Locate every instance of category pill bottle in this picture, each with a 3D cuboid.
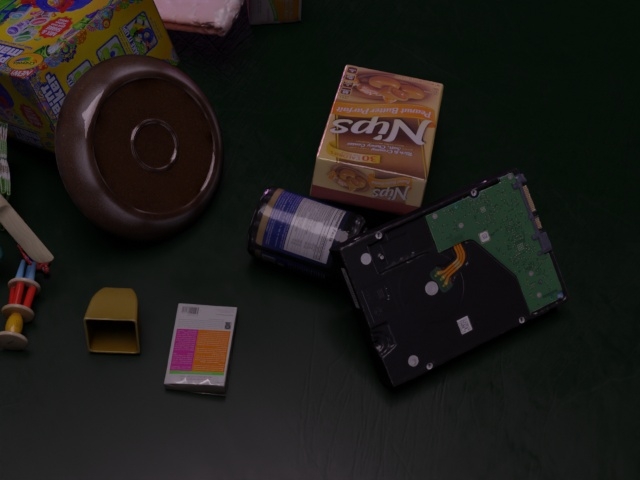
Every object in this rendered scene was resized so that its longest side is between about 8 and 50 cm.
[{"bbox_3d":[0.000,0.000,1.812,0.219,0.123,0.123,19,58,8],"label":"pill bottle"}]

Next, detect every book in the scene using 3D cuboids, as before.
[{"bbox_3d":[-0.187,0.167,1.745,0.096,0.035,0.144,5,56,3],"label":"book"}]

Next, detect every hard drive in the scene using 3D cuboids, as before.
[{"bbox_3d":[0.206,0.054,1.755,0.339,0.064,0.237,-25,98,-17],"label":"hard drive"}]

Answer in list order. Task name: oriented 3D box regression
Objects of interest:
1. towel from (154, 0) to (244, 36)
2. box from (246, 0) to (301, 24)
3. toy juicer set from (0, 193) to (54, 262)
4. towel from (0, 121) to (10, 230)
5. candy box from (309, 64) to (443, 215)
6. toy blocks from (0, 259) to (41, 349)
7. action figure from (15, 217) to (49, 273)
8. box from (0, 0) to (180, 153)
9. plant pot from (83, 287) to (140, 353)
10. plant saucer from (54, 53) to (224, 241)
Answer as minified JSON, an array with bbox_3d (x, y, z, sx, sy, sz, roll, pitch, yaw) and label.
[{"bbox_3d":[-0.243,-0.533,2.105,0.317,0.053,0.332,11,66,27],"label":"towel"},{"bbox_3d":[-0.098,-0.532,2.162,0.103,0.114,0.203,-5,58,-6],"label":"box"},{"bbox_3d":[-0.603,-0.026,1.734,0.329,0.209,0.089,-16,19,-4],"label":"toy juicer set"},{"bbox_3d":[-0.529,-0.107,1.858,0.023,0.113,0.152,-3,57,-19],"label":"towel"},{"bbox_3d":[0.102,-0.175,1.901,0.183,0.087,0.316,12,38,3],"label":"candy box"},{"bbox_3d":[-0.509,0.096,1.759,0.123,0.054,0.148,3,55,1],"label":"toy blocks"},{"bbox_3d":[-0.476,0.013,1.832,0.038,0.030,0.115,-28,65,-26],"label":"action figure"},{"bbox_3d":[-0.455,-0.315,1.906,0.290,0.177,0.279,18,55,35],"label":"box"},{"bbox_3d":[-0.321,0.119,1.743,0.081,0.081,0.083,2,45,-2],"label":"plant pot"},{"bbox_3d":[-0.280,-0.153,1.821,0.311,0.050,0.310,1,88,-37],"label":"plant saucer"}]
